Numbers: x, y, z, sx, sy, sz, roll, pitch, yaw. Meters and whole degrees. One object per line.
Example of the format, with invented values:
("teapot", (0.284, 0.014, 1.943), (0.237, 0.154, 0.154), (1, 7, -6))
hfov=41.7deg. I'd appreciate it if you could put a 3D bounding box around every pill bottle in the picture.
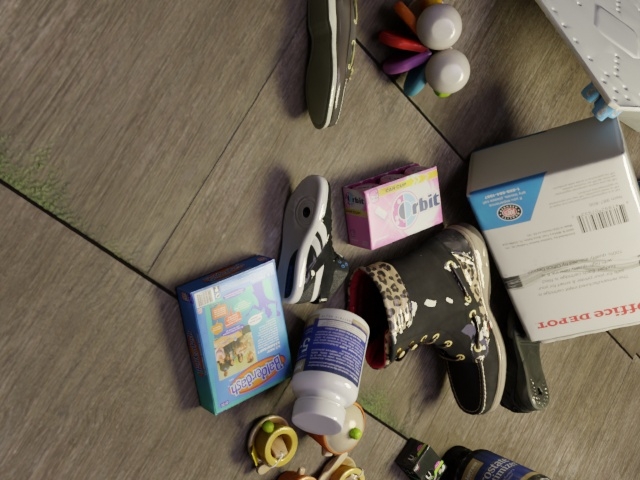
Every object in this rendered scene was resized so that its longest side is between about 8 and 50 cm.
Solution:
("pill bottle", (0.347, 0.492, 1.683), (0.123, 0.219, 0.122), (-9, 105, -38))
("pill bottle", (0.012, 0.216, 1.380), (0.112, 0.112, 0.186), (44, 45, -36))

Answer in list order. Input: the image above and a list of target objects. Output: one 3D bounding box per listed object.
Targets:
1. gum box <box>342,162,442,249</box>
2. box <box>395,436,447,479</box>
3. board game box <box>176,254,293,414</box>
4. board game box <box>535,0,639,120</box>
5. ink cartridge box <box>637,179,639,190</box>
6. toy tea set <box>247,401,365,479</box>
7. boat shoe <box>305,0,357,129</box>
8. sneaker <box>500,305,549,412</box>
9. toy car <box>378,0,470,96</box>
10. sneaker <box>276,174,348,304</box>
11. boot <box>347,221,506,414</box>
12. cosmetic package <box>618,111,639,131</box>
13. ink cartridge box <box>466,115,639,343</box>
("gum box", (0.134, -0.064, 1.495), (0.188, 0.062, 0.107), (-21, 112, -35))
("box", (0.199, 0.442, 1.660), (0.062, 0.052, 0.083), (-51, 125, -21))
("board game box", (-0.131, 0.147, 1.332), (0.160, 0.047, 0.210), (-21, 112, -35))
("board game box", (0.562, -0.389, 1.634), (0.390, 0.050, 0.389), (-6, 60, -38))
("ink cartridge box", (0.709, 0.027, 1.933), (0.396, 0.151, 0.269), (-17, 109, -34))
("toy tea set", (0.015, 0.420, 1.457), (0.200, 0.124, 0.336), (-33, 118, -30))
("boat shoe", (0.023, -0.291, 1.345), (0.069, 0.081, 0.227), (-3, 99, -35))
("sneaker", (0.403, 0.255, 1.778), (0.087, 0.130, 0.227), (10, 65, -35))
("toy car", (0.170, -0.327, 1.435), (0.136, 0.159, 0.181), (-15, 113, 0))
("sneaker", (0.000, 0.000, 1.397), (0.121, 0.079, 0.216), (5, 104, -43))
("boot", (0.198, 0.176, 1.549), (0.284, 0.138, 0.377), (-16, 105, -37))
("cosmetic package", (0.751, -0.338, 1.886), (0.184, 0.151, 0.151), (16, 88, -40))
("ink cartridge box", (0.485, -0.013, 1.631), (0.394, 0.286, 0.166), (61, 27, -30))
